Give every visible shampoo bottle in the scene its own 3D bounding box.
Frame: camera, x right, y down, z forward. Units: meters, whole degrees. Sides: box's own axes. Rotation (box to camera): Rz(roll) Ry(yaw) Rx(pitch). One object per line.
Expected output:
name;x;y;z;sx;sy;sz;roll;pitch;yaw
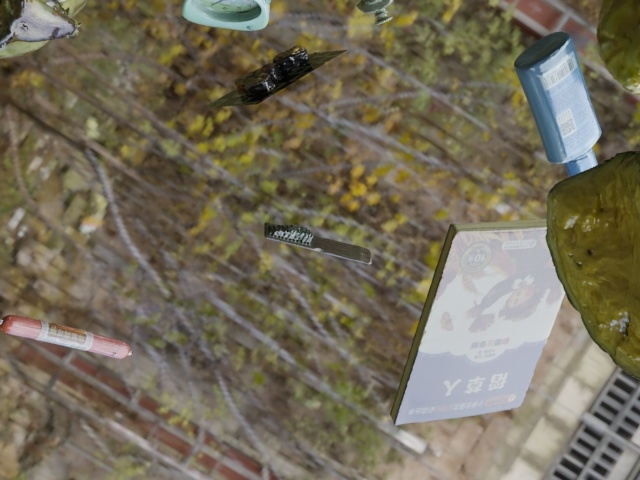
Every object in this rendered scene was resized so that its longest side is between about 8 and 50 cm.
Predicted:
shampoo bottle;0.385;-0.195;1.651;0.104;0.258;0.061;-37;-147;-13

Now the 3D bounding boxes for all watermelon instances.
watermelon;0.467;0.022;1.415;0.189;0.330;0.331;-25;180;-10

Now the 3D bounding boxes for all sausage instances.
sausage;-0.402;0.153;1.660;0.034;0.253;0.034;-19;-117;41

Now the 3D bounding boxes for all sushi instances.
sushi;-0.069;-0.256;1.561;0.201;0.031;0.139;-37;-155;-33

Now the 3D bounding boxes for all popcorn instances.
popcorn;0.586;-0.342;1.665;0.276;0.226;0.276;-37;-134;51

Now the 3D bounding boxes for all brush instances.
brush;0.000;0.000;1.712;0.027;0.190;0.034;123;-25;-43

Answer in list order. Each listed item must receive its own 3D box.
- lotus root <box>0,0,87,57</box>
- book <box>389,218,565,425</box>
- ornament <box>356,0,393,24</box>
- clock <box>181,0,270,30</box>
lotus root;-0.243;-0.241;0.867;0.173;0.173;0.309;-55;-171;22
book;0.306;0.152;1.920;0.039;0.300;0.428;51;-44;48
ornament;0.082;-0.377;1.604;0.068;0.092;0.041;-48;177;25
clock;-0.102;-0.281;1.174;0.135;0.101;0.041;129;-33;-73
